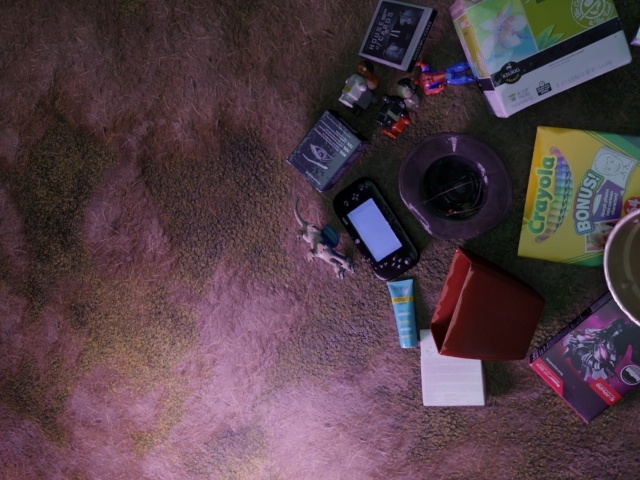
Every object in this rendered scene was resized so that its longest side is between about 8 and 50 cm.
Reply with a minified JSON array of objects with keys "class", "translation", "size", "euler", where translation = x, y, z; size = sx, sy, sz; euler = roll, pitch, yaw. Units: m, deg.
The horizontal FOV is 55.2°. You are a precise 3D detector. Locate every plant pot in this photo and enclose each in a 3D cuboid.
[{"class":"plant pot","translation":[0.931,0.041,1.487],"size":[0.333,0.305,0.334],"euler":[33,131,48]},{"class":"plant pot","translation":[0.473,0.197,1.728],"size":[0.235,0.267,0.268],"euler":[18,100,2]}]

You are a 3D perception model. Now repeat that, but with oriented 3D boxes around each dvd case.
[{"class":"dvd case","translation":[0.215,-0.590,1.749],"size":[0.238,0.029,0.179],"euler":[38,111,48]}]

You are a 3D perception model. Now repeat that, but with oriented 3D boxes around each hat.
[{"class":"hat","translation":[0.392,-0.172,1.763],"size":[0.331,0.134,0.332],"euler":[7,118,13]}]

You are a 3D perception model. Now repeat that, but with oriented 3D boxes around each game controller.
[{"class":"game controller","translation":[0.171,-0.034,1.890],"size":[0.166,0.067,0.319],"euler":[-34,86,19]}]

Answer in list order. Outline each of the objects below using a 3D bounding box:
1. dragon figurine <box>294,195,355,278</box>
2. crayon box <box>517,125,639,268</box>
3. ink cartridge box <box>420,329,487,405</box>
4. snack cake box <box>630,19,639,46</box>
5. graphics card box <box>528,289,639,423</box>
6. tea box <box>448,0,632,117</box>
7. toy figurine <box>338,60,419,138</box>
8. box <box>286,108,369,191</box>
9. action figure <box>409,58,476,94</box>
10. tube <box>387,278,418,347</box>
[{"class":"dragon figurine","translation":[0.000,0.000,1.941],"size":[0.085,0.144,0.289],"euler":[-42,64,20]},{"class":"crayon box","translation":[0.727,-0.115,1.672],"size":[0.312,0.106,0.363],"euler":[9,100,17]},{"class":"ink cartridge box","translation":[0.409,0.392,1.889],"size":[0.188,0.066,0.233],"euler":[-6,75,19]},{"class":"snack cake box","translation":[0.918,-0.617,1.550],"size":[0.152,0.089,0.265],"euler":[21,103,17]},{"class":"graphics card box","translation":[0.803,0.307,1.713],"size":[0.233,0.094,0.371],"euler":[47,108,8]},{"class":"tea box","translation":[0.547,-0.532,1.564],"size":[0.328,0.220,0.324],"euler":[-24,100,9]},{"class":"toy figurine","translation":[0.174,-0.413,1.764],"size":[0.209,0.213,0.148],"euler":[34,97,14]},{"class":"box","translation":[0.024,-0.275,1.884],"size":[0.153,0.108,0.207],"euler":[44,109,8]},{"class":"action figure","translation":[0.372,-0.475,1.731],"size":[0.280,0.139,0.092],"euler":[-8,95,22]},{"class":"tube","translation":[0.264,0.228,1.909],"size":[0.080,0.052,0.207],"euler":[-9,88,10]}]
